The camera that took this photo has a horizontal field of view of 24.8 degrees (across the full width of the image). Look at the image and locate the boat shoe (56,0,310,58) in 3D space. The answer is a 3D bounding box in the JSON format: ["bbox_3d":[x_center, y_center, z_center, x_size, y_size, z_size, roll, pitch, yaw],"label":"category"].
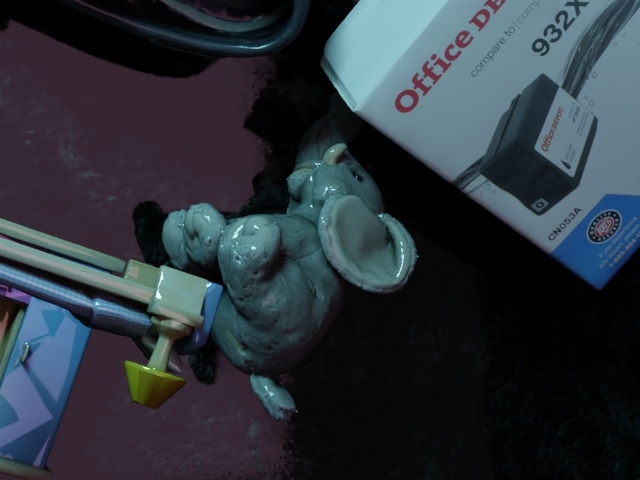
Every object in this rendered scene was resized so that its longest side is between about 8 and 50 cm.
[{"bbox_3d":[-0.212,-0.283,1.123,0.500,0.156,0.187,24,114,-24],"label":"boat shoe"}]

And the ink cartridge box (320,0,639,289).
[{"bbox_3d":[0.190,-0.136,1.256,0.307,0.129,0.223,34,105,-27],"label":"ink cartridge box"}]

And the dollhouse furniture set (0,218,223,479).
[{"bbox_3d":[-0.261,0.076,1.077,0.286,0.303,0.198,20,85,-19],"label":"dollhouse furniture set"}]

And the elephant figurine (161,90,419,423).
[{"bbox_3d":[0.000,0.000,1.254,0.239,0.169,0.186,-26,130,-32],"label":"elephant figurine"}]

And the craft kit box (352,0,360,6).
[{"bbox_3d":[0.073,-0.375,1.309,0.246,0.061,0.250,-36,103,-17],"label":"craft kit box"}]
